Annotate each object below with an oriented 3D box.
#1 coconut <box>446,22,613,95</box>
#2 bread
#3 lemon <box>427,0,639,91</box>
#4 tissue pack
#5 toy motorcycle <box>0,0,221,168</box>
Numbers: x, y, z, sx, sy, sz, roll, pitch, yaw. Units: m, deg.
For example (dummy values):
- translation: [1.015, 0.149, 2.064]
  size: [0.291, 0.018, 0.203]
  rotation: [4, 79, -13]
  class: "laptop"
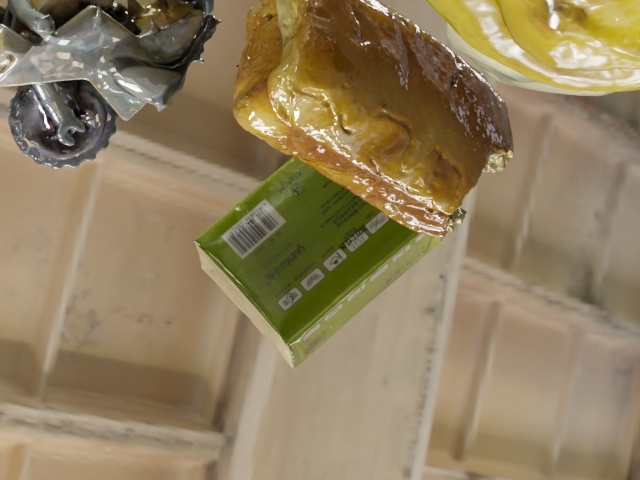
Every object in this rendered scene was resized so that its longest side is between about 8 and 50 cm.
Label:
- translation: [0.204, -0.227, 1.292]
  size: [0.224, 0.224, 0.224]
  rotation: [-11, -76, -52]
  class: "coconut"
- translation: [0.067, -0.146, 1.566]
  size: [0.344, 0.148, 0.195]
  rotation: [27, -119, -36]
  class: "bread"
- translation: [0.164, -0.231, 0.819]
  size: [0.297, 0.297, 0.297]
  rotation: [-11, -76, -52]
  class: "lemon"
- translation: [0.000, 0.000, 1.975]
  size: [0.274, 0.200, 0.167]
  rotation: [-40, -14, -11]
  class: "tissue pack"
- translation: [-0.133, -0.151, 0.929]
  size: [0.129, 0.094, 0.229]
  rotation: [36, -80, -33]
  class: "toy motorcycle"
